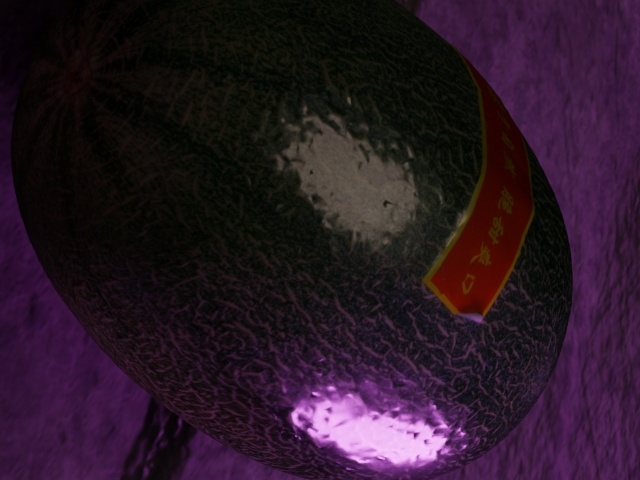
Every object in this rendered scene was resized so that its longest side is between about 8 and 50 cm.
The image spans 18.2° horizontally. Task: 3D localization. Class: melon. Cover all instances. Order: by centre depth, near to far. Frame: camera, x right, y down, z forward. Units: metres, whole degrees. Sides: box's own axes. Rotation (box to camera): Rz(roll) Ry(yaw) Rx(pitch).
[{"bbox_3d":[0.000,0.000,0.785,0.287,0.182,0.182,46,60,-46],"label":"melon"}]
